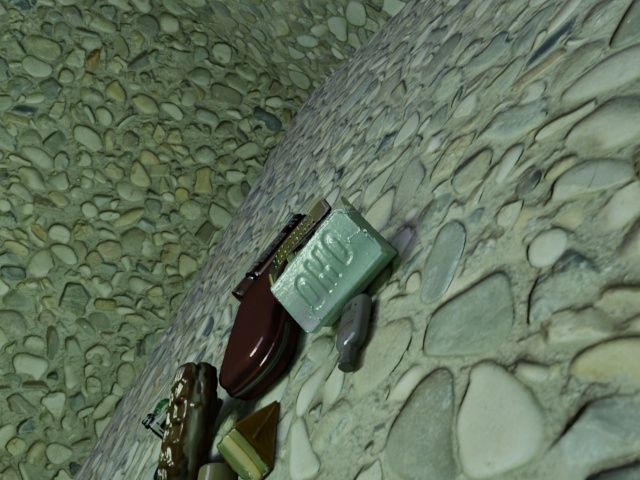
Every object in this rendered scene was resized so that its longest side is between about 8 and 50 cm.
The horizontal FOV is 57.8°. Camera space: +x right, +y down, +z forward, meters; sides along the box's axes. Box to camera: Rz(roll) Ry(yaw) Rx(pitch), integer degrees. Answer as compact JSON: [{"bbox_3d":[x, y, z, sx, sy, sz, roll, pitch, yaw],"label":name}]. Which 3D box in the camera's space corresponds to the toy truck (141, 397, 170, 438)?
[{"bbox_3d":[-0.496,0.575,1.872,0.125,0.101,0.242,-49,10,-21],"label":"toy truck"}]

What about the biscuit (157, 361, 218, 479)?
[{"bbox_3d":[-0.329,0.459,1.431,0.332,0.103,0.331,-168,90,-73],"label":"biscuit"}]

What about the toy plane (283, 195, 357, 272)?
[{"bbox_3d":[0.000,0.000,1.505,0.286,0.092,0.108,-49,12,-16],"label":"toy plane"}]

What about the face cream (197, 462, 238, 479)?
[{"bbox_3d":[-0.214,0.588,1.063,0.137,0.084,0.341,-47,26,36],"label":"face cream"}]

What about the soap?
[{"bbox_3d":[0.026,0.063,1.218,0.261,0.150,0.094,-51,-16,22],"label":"soap"}]

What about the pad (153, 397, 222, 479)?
[{"bbox_3d":[-0.409,0.581,1.670,0.323,0.055,0.249,-37,25,50],"label":"pad"}]

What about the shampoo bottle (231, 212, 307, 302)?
[{"bbox_3d":[-0.141,0.059,1.769,0.323,0.084,0.129,-52,15,-24],"label":"shampoo bottle"}]

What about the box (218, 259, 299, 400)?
[{"bbox_3d":[-0.142,0.221,1.498,0.263,0.108,0.403,-46,19,31],"label":"box"}]

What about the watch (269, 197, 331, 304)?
[{"bbox_3d":[-0.013,0.045,1.351,0.268,0.165,0.102,-51,32,18],"label":"watch"}]

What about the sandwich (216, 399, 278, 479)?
[{"bbox_3d":[-0.118,0.419,1.205,0.079,0.113,0.163,-51,-18,21],"label":"sandwich"}]

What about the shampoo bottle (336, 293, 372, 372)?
[{"bbox_3d":[0.061,0.178,1.109,0.080,0.040,0.165,-43,21,37],"label":"shampoo bottle"}]
